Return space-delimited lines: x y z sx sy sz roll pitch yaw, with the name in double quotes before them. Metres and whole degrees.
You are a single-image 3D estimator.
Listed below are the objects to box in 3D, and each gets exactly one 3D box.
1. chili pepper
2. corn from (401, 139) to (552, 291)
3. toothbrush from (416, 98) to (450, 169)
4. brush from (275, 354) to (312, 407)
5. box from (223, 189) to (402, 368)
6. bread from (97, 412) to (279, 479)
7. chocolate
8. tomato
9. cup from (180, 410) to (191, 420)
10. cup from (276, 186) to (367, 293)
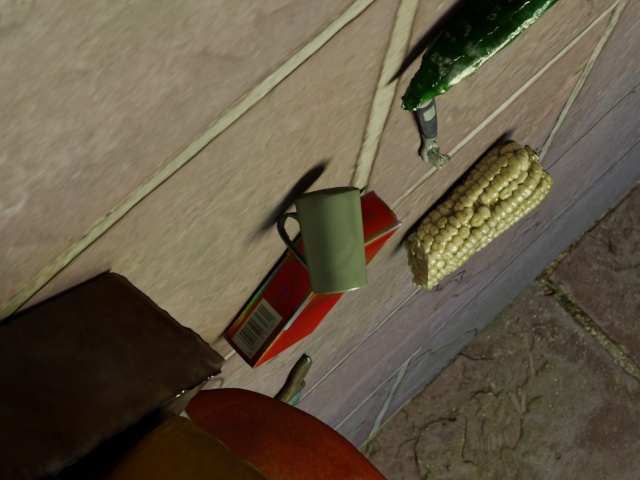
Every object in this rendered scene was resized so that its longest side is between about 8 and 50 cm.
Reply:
"chili pepper" 0.148 -0.183 1.358 0.227 0.059 0.088 -44 174 5
"corn" 0.177 -0.032 2.001 0.211 0.087 0.087 -40 170 1
"toothbrush" 0.101 -0.104 1.564 0.024 0.026 0.288 -48 169 -3
"brush" -0.035 0.191 2.190 0.070 0.021 0.196 -41 169 -29
"box" -0.009 0.037 1.615 0.112 0.048 0.175 -28 160 -54
"bread" -0.048 0.221 1.076 0.146 0.268 0.268 -51 171 -8
"chocolate" -0.195 0.118 1.049 0.112 0.112 0.321 -49 170 31
"tomato" -0.080 0.316 1.614 0.341 0.341 0.273 -44 174 -5
"cup" -0.205 0.235 1.319 0.347 0.163 0.347 -43 170 -9
"cup" 0.001 0.001 1.412 0.074 0.083 0.054 -7 -173 4
